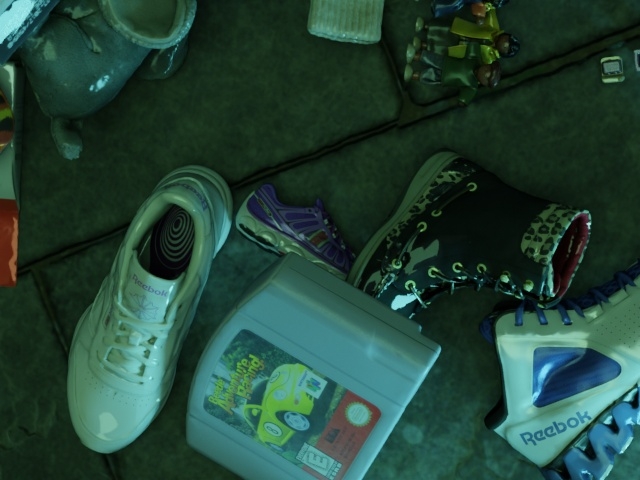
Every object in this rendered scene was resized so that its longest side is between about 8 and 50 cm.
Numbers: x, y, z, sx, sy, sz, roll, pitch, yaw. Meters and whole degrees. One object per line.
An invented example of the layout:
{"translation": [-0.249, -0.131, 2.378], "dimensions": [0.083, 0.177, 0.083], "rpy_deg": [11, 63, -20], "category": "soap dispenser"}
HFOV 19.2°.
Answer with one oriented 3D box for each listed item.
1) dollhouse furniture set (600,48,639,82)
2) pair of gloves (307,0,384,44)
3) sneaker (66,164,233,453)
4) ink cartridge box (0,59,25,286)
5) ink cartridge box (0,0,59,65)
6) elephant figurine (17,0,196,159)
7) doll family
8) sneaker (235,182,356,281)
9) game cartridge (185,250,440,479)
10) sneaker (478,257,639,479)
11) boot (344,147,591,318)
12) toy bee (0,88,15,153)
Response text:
{"translation": [0.311, -0.212, 1.814], "dimensions": [0.091, 0.081, 0.114], "rpy_deg": [-6, 94, 7], "category": "dollhouse furniture set"}
{"translation": [-0.025, -0.313, 1.822], "dimensions": [0.240, 0.042, 0.204], "rpy_deg": [18, 79, -9], "category": "pair of gloves"}
{"translation": [-0.184, 0.070, 1.863], "dimensions": [0.114, 0.152, 0.305], "rpy_deg": [21, 98, 2], "category": "sneaker"}
{"translation": [-0.399, -0.072, 1.926], "dimensions": [0.189, 0.066, 0.232], "rpy_deg": [4, 91, 6], "category": "ink cartridge box"}
{"translation": [-0.302, -0.349, 1.815], "dimensions": [0.303, 0.072, 0.307], "rpy_deg": [-50, 49, -4], "category": "ink cartridge box"}
{"translation": [-0.184, -0.229, 1.846], "dimensions": [0.239, 0.169, 0.186], "rpy_deg": [-22, 121, -7], "category": "elephant figurine"}
{"translation": [0.150, -0.225, 1.838], "dimensions": [0.111, 0.076, 0.193], "rpy_deg": [7, 93, 11], "category": "doll family"}
{"translation": [0.000, 0.000, 1.881], "dimensions": [0.170, 0.068, 0.071], "rpy_deg": [33, 79, -3], "category": "sneaker"}
{"translation": [-0.022, 0.146, 1.819], "dimensions": [0.196, 0.060, 0.294], "rpy_deg": [33, 136, 6], "category": "game cartridge"}
{"translation": [0.258, 0.088, 1.824], "dimensions": [0.182, 0.127, 0.315], "rpy_deg": [34, 99, 1], "category": "sneaker"}
{"translation": [0.133, 0.035, 1.797], "dimensions": [0.179, 0.085, 0.236], "rpy_deg": [22, 73, 33], "category": "boot"}
{"translation": [-0.435, -0.172, 1.800], "dimensions": [0.195, 0.298, 0.162], "rpy_deg": [-23, 60, 34], "category": "toy bee"}
